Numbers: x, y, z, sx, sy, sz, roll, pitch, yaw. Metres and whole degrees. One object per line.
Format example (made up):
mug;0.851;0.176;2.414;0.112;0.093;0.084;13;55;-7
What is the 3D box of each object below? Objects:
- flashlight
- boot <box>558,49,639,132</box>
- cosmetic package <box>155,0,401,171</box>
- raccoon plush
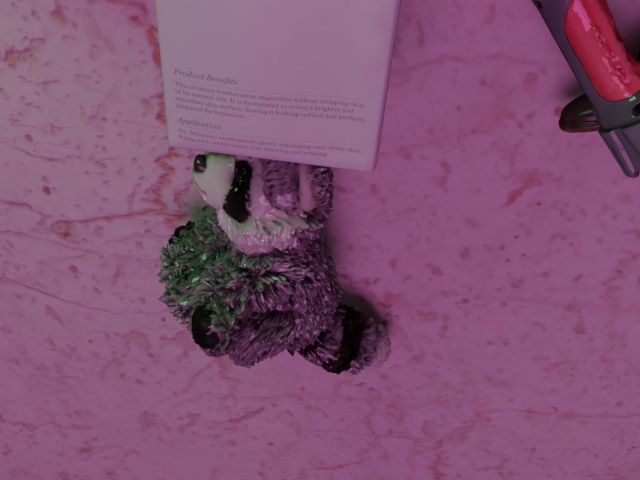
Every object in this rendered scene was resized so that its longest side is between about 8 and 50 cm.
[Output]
flashlight;0.264;-0.205;0.756;0.103;0.103;0.304;-29;103;27
boot;0.346;-0.194;0.842;0.219;0.082;0.106;-21;117;15
cosmetic package;-0.028;-0.259;0.696;0.217;0.156;0.385;8;134;1
raccoon plush;0.000;0.000;1.062;0.446;0.216;0.299;15;127;-47
